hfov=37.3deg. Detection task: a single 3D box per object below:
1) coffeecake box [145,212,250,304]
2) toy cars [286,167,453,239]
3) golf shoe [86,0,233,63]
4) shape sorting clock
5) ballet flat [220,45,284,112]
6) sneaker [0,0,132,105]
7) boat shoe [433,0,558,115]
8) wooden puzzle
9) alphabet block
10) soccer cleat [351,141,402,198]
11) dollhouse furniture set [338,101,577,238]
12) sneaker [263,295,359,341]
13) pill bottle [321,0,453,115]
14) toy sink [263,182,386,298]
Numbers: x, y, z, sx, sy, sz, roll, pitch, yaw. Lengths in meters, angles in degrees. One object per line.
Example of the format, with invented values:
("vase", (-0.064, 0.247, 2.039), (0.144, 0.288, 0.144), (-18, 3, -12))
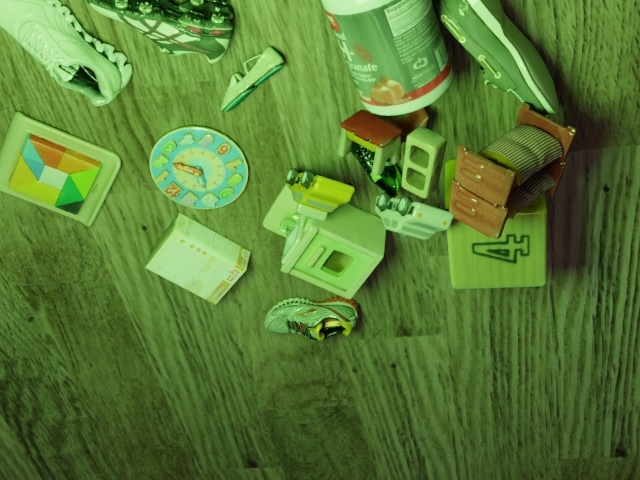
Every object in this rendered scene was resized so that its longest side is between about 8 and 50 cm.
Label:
("coffeecake box", (-0.274, 0.043, 2.124), (0.186, 0.068, 0.142), (30, 128, -17))
("toy cars", (0.080, -0.061, 1.841), (0.394, 0.087, 0.176), (17, -179, 28))
("golf shoe", (-0.297, -0.395, 1.726), (0.273, 0.105, 0.120), (15, 138, -4))
("shape sorting clock", (-0.254, -0.147, 1.974), (0.206, 0.040, 0.206), (4, 132, 4))
("ballet flat", (-0.139, -0.311, 1.817), (0.168, 0.057, 0.052), (-34, 91, 27))
("sneaker", (-0.492, -0.362, 1.771), (0.292, 0.118, 0.110), (34, 129, -19))
("boat shoe", (0.320, -0.332, 1.693), (0.091, 0.109, 0.305), (-27, 120, 32))
("wooden puzzle", (-0.569, -0.142, 2.020), (0.239, 0.044, 0.221), (25, 130, -14))
("alphabet block", (0.350, -0.036, 1.889), (0.194, 0.192, 0.197), (-4, 129, 9))
("soccer cleat", (0.106, -0.158, 1.893), (0.060, 0.072, 0.179), (-28, 122, 28))
("dollhouse furniture set", (0.239, -0.180, 1.719), (0.374, 0.201, 0.152), (32, 139, 27))
("sneaker", (-0.025, 0.186, 2.198), (0.225, 0.092, 0.088), (-8, 129, 15))
("pill bottle", (0.104, -0.388, 1.624), (0.176, 0.176, 0.318), (-12, 128, 18))
("toy sink", (0.000, 0.000, 2.007), (0.234, 0.131, 0.152), (25, 129, -13))
